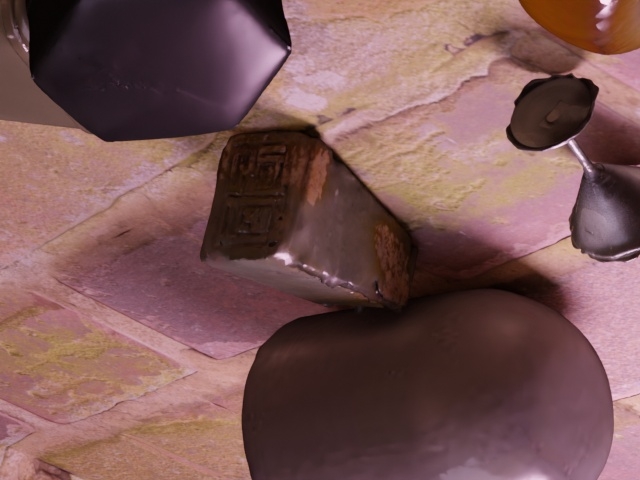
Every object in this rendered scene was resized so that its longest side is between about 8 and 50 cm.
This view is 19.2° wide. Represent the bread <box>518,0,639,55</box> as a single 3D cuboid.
[{"bbox_3d":[0.224,-0.322,1.247,0.245,0.329,0.424,51,165,22],"label":"bread"}]

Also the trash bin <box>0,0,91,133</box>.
[{"bbox_3d":[-0.328,-0.204,1.862,0.247,0.121,0.243,6,153,24],"label":"trash bin"}]

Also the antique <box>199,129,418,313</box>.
[{"bbox_3d":[0.000,0.000,2.100,0.125,0.150,0.284,2,160,34],"label":"antique"}]

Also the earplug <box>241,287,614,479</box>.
[{"bbox_3d":[0.144,0.216,2.232,0.394,0.313,0.312,-13,143,43],"label":"earplug"}]

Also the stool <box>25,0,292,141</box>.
[{"bbox_3d":[-0.146,-0.200,1.683,0.232,0.141,0.232,-7,142,-5],"label":"stool"}]

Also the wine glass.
[{"bbox_3d":[0.257,-0.075,1.824,0.122,0.122,0.183,-4,143,34],"label":"wine glass"}]
